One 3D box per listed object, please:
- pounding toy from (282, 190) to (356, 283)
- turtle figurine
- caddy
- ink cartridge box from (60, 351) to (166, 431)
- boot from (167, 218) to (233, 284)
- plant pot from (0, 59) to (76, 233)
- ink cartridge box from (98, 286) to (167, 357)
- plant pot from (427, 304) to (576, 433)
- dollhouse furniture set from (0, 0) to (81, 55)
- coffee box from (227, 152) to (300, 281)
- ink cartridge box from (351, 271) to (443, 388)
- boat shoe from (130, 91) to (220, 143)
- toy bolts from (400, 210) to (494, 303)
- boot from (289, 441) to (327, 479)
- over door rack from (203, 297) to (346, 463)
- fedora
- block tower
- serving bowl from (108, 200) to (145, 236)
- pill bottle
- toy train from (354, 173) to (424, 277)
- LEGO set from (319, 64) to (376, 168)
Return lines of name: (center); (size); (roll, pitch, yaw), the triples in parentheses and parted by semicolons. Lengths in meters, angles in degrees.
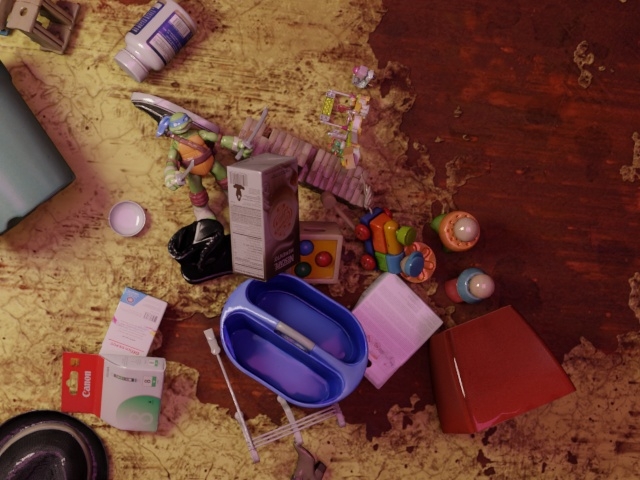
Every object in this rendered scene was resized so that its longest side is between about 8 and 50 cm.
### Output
pounding toy: (0.010, -0.005, 1.889); (0.180, 0.094, 0.206); (1, 115, -11)
turtle figurine: (-0.241, -0.148, 1.792); (0.274, 0.266, 0.198); (8, 48, 27)
caddy: (-0.060, 0.224, 1.786); (0.341, 0.179, 0.241); (32, 73, 4)
ink cartridge box: (-0.468, 0.340, 1.807); (0.224, 0.056, 0.181); (5, 119, -13)
boot: (-0.216, 0.010, 1.824); (0.246, 0.207, 0.094); (-21, 73, -10)
plant pot: (-0.720, -0.188, 1.698); (0.341, 0.341, 0.334); (-40, 103, -10)
ink cartridge box: (-0.434, 0.209, 1.854); (0.104, 0.061, 0.181); (23, 84, -10)
plant pot: (0.398, 0.301, 1.920); (0.267, 0.267, 0.236); (-20, 80, -11)
dollhouse furniture set: (-0.671, -0.521, 1.826); (0.183, 0.129, 0.129); (16, 84, 20)
coffee box: (-0.121, -0.054, 1.763); (0.141, 0.098, 0.247); (-30, 124, -51)
ink cartridge box: (0.156, 0.214, 1.976); (0.232, 0.066, 0.189); (-45, 96, -1)
boat shoe: (-0.346, -0.277, 1.882); (0.219, 0.078, 0.070); (24, 83, -11)
toy bolts: (0.321, 0.062, 1.953); (0.218, 0.158, 0.229); (-32, 94, -10)
boot: (-0.045, 0.549, 1.927); (0.118, 0.042, 0.087); (42, 83, -6)
over door rack: (-0.106, 0.328, 1.901); (0.239, 0.108, 0.324); (-20, 77, -11)
fedora: (-0.627, 0.544, 1.760); (0.333, 0.152, 0.334); (0, 87, -10)
block tower: (-0.043, -0.184, 1.929); (0.335, 0.091, 0.097); (25, 84, -10)
serving bowl: (-0.451, -0.051, 1.878); (0.083, 0.027, 0.084); (0, 89, -11)
pill bottle: (-0.385, -0.460, 1.864); (0.112, 0.112, 0.187); (42, 82, -7)
toy train: (0.162, -0.030, 1.883); (0.105, 0.143, 0.248); (-36, 128, -33)
LEGO set: (0.051, -0.281, 1.929); (0.107, 0.132, 0.287); (15, 63, -5)
